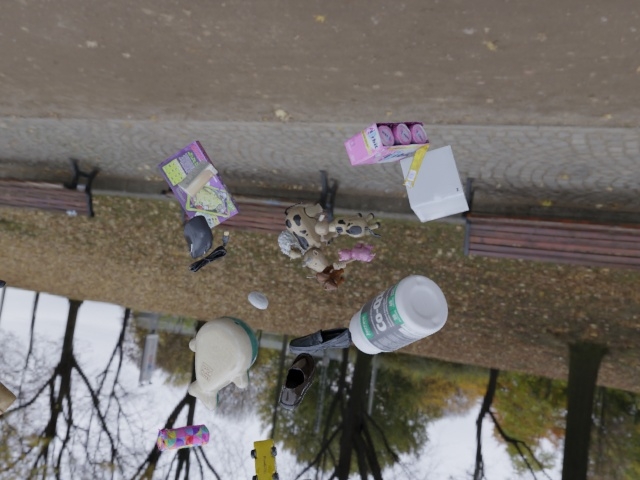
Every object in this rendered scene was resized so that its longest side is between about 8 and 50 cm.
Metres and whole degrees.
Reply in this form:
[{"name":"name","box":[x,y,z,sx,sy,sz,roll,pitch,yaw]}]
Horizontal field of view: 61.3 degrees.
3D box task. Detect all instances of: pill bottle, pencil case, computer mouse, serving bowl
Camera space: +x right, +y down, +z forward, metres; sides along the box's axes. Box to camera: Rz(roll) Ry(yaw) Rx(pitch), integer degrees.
[{"name":"pill bottle","box":[0.261,0.274,1.901,0.204,0.204,0.361,10,151,-24]},{"name":"pencil case","box":[-0.631,0.903,2.484,0.236,0.105,0.104,6,177,-35]},{"name":"computer mouse","box":[-0.392,0.003,1.932,0.184,0.262,0.060,-32,-123,-33]},{"name":"serving bowl","box":[-0.228,0.218,2.015,0.083,0.027,0.083,32,-159,-14]}]

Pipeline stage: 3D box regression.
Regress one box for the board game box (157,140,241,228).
[{"name":"board game box","box":[-0.515,-0.223,2.301,0.208,0.347,0.056,-28,-173,18]}]

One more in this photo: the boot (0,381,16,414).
[{"name":"boot","box":[-0.935,0.354,1.490,0.236,0.270,0.089,-32,-151,-13]}]

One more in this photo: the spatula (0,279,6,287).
[{"name":"spatula","box":[-0.991,0.102,1.505,0.296,0.084,0.030,9,134,17]}]

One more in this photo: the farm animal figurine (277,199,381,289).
[{"name":"farm animal figurine","box":[0.000,0.000,1.705,0.172,0.330,0.327,-21,-123,-44]}]

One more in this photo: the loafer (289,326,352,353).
[{"name":"loafer","box":[-0.003,0.341,1.876,0.223,0.078,0.076,-9,-147,3]}]

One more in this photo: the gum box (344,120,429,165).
[{"name":"gum box","box":[0.164,-0.233,1.293,0.188,0.062,0.107,-13,172,-43]}]

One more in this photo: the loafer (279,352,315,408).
[{"name":"loafer","box":[-0.061,0.405,1.618,0.080,0.078,0.220,11,-150,8]}]

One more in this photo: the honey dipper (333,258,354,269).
[{"name":"honey dipper","box":[0.119,0.069,1.954,0.160,0.031,0.030,-20,-170,-30]}]

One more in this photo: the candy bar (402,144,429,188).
[{"name":"candy bar","box":[0.318,-0.252,1.804,0.040,0.162,0.018,17,-161,-2]}]

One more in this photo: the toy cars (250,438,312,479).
[{"name":"toy cars","box":[-0.132,0.934,2.061,0.393,0.176,0.087,40,170,18]}]

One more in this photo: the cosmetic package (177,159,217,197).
[{"name":"cosmetic package","box":[-0.383,-0.194,1.689,0.060,0.115,0.041,31,164,47]}]

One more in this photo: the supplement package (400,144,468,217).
[{"name":"supplement package","box":[0.447,-0.212,2.099,0.199,0.198,0.262,-15,165,16]}]

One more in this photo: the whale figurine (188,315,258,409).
[{"name":"whale figurine","box":[-0.276,0.341,1.532,0.216,0.272,0.141,30,-163,21]}]
